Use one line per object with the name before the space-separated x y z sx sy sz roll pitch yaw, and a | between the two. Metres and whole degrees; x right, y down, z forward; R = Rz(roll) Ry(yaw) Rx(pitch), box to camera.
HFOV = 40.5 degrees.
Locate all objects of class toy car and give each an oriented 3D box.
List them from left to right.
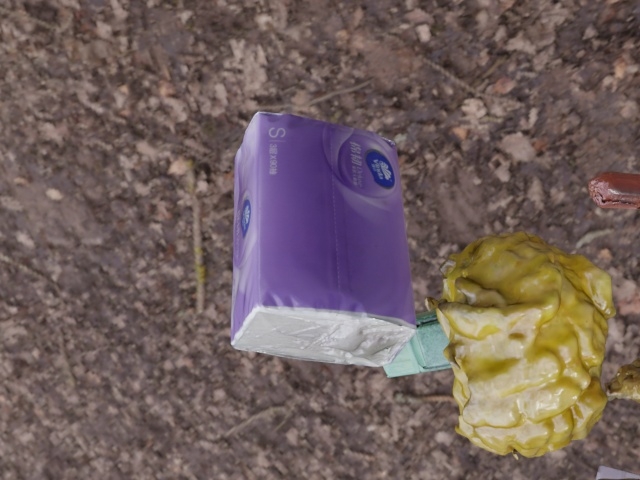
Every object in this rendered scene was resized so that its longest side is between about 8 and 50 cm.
toy car | 0.273 0.218 1.941 0.320 0.097 0.142 -15 96 23

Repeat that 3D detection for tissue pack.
tissue pack | 0.000 0.000 1.258 0.160 0.242 0.338 122 151 -52

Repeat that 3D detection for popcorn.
popcorn | 0.212 0.106 0.929 0.189 0.250 0.250 -1 120 -8

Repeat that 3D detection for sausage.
sausage | 0.599 -0.100 1.729 0.076 0.141 0.076 180 90 -73

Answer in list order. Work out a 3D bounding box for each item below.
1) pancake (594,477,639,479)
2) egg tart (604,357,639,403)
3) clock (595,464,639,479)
pancake | 0.260 0.319 0.783 0.029 0.235 0.212 46 157 -30
egg tart | 0.583 0.204 1.217 0.341 0.341 0.129 -16 88 41
clock | 0.584 0.456 1.490 0.197 0.063 0.150 7 157 37
